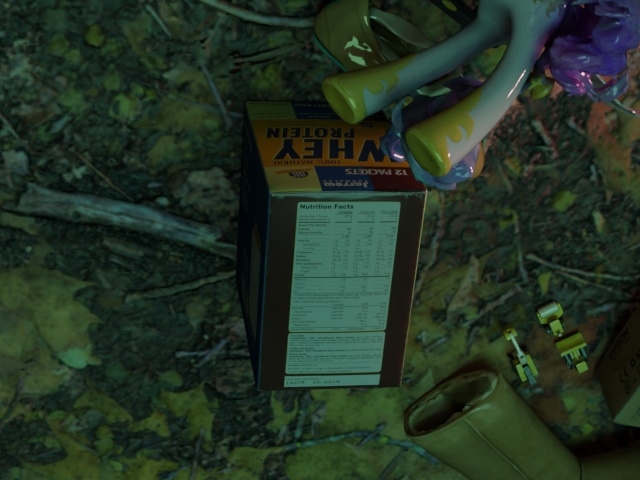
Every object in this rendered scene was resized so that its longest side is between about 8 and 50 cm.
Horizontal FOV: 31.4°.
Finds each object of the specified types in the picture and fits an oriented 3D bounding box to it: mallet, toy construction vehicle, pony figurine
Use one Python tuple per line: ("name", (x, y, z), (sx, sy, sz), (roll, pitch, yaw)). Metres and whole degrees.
("mallet", (0.103, -0.239, 1.047), (0.189, 0.039, 0.062), (21, 110, -25))
("toy construction vehicle", (0.252, 0.122, 1.269), (0.086, 0.035, 0.098), (-24, 120, 3))
("pony figurine", (0.172, -0.207, 0.930), (0.363, 0.303, 0.351), (-38, 100, -19))

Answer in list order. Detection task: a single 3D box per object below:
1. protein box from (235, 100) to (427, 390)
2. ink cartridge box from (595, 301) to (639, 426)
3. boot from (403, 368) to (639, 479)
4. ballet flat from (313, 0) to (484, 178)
("protein box", (0.000, 0.000, 1.060), (0.136, 0.200, 0.201), (0, 119, -10))
("ink cartridge box", (0.441, 0.108, 1.239), (0.193, 0.088, 0.235), (10, 130, -16))
("boot", (0.267, 0.235, 1.295), (0.236, 0.089, 0.269), (-36, 118, 19))
("ballet flat", (0.093, -0.143, 1.063), (0.232, 0.080, 0.073), (38, 127, -26))
